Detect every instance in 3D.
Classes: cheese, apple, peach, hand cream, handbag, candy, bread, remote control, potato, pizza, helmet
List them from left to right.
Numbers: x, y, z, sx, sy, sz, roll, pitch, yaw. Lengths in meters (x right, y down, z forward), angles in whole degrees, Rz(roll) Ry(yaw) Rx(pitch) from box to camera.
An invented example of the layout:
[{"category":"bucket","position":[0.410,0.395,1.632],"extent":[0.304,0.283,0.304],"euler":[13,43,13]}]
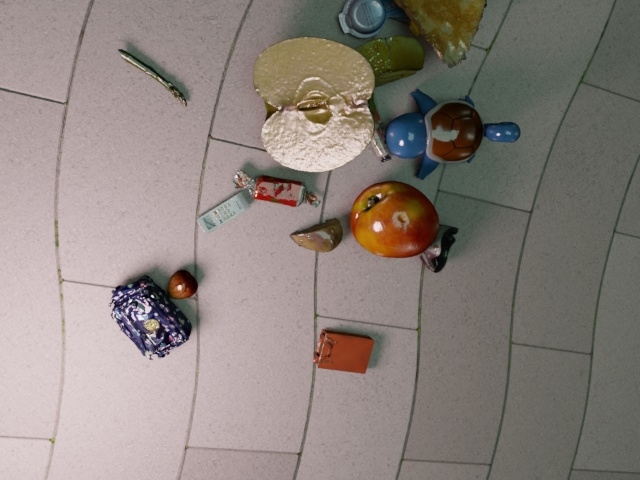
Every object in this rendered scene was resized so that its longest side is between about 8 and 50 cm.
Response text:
[{"category":"handbag","position":[-0.510,0.237,1.736],"extent":[0.162,0.113,0.260],"euler":[-27,114,9]},{"category":"remote control","position":[-0.298,-0.085,1.796],"extent":[0.162,0.029,0.061],"euler":[-31,106,-5]},{"category":"candy","position":[-0.132,-0.156,1.820],"extent":[0.292,0.059,0.086],"euler":[10,98,-18]},{"category":"apple","position":[-0.005,-0.385,1.670],"extent":[0.360,0.320,0.311],"euler":[1,67,18]},{"category":"potato","position":[0.000,0.000,1.874],"extent":[0.172,0.089,0.100],"euler":[-17,107,-16]},{"category":"handbag","position":[0.078,0.378,1.986],"extent":[0.190,0.063,0.127],"euler":[13,96,-22]},{"category":"cheese","position":[0.169,-0.715,1.817],"extent":[0.245,0.052,0.135],"euler":[-26,109,-13]},{"category":"hand cream","position":[0.176,-0.368,1.891],"extent":[0.080,0.050,0.234],"euler":[-23,100,-8]},{"category":"bread","position":[0.197,-0.544,1.791],"extent":[0.257,0.186,0.124],"euler":[-21,95,-24]},{"category":"peach","position":[0.236,-0.056,1.863],"extent":[0.281,0.238,0.281],"euler":[-5,131,-6]},{"category":"helmet","position":[0.385,0.017,1.984],"extent":[0.153,0.107,0.177],"euler":[-49,155,-32]},{"category":"pizza","position":[0.376,-0.779,1.818],"extent":[0.392,0.080,0.435],"euler":[-40,94,-23]}]

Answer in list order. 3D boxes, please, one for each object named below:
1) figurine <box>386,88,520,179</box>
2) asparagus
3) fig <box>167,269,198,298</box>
[{"category":"figurine","position":[0.418,-0.340,1.900],"extent":[0.416,0.243,0.298],"euler":[-2,110,2]},{"category":"asparagus","position":[-0.474,-0.468,1.669],"extent":[0.236,0.027,0.034],"euler":[36,68,-21]},{"category":"fig","position":[-0.437,0.150,1.774],"extent":[0.125,0.089,0.089],"euler":[-38,110,12]}]
